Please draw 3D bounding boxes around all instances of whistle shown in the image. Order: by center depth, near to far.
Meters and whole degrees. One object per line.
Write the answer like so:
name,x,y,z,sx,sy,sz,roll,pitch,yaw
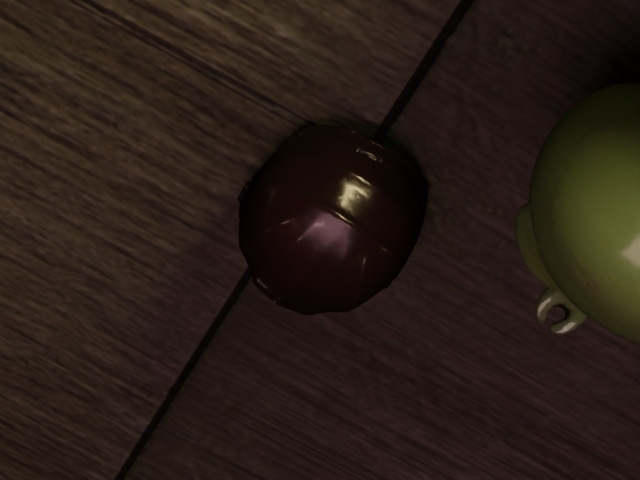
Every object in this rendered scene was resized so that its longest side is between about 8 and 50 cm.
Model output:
whistle,0.207,-0.063,0.932,0.141,0.141,0.294,41,98,-15

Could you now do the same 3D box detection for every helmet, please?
helmet,0.000,0.000,1.069,0.098,0.070,0.123,29,130,-6
